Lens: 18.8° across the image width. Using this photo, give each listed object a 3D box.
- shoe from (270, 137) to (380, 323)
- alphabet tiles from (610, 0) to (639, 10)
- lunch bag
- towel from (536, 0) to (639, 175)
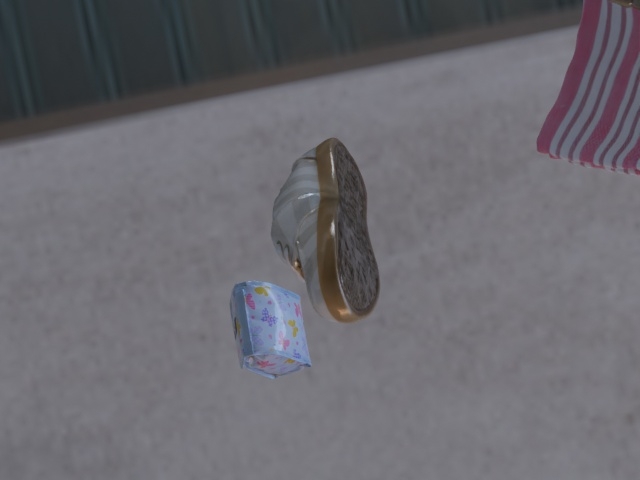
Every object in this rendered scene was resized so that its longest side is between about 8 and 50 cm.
[{"bbox_3d":[0.000,0.000,1.350,0.077,0.058,0.219,61,13,-23],"label":"shoe"},{"bbox_3d":[0.267,-0.325,1.402,0.343,0.285,0.011,-63,165,-12],"label":"alphabet tiles"},{"bbox_3d":[-0.050,0.077,1.689,0.083,0.053,0.071,27,48,-61],"label":"lunch bag"},{"bbox_3d":[0.248,-0.121,1.472,0.197,0.029,0.144,16,-92,58],"label":"towel"}]
